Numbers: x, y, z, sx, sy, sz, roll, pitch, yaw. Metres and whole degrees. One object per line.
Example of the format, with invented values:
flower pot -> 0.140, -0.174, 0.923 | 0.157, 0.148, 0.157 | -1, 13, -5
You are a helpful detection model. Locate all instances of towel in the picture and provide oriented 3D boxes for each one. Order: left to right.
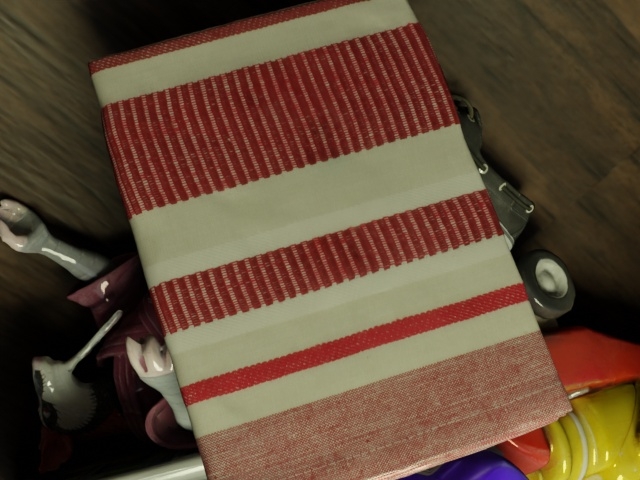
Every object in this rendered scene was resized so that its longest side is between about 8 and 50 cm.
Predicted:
towel -> 0.000, 0.000, 0.831 | 0.237, 0.329, 0.037 | -16, 165, -10

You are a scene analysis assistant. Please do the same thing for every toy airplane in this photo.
toy airplane -> 0.284, 0.191, 1.099 | 0.385, 0.272, 0.386 | -6, 150, 10

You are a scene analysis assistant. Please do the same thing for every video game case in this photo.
video game case -> -0.126, 0.188, 1.006 | 0.300, 0.329, 0.036 | -13, 85, -5

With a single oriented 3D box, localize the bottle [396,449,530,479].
bottle -> 0.069, 0.216, 1.013 | 0.092, 0.283, 0.118 | -37, 103, -24

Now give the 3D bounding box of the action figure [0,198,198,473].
action figure -> -0.084, 0.050, 0.979 | 0.370, 0.248, 0.276 | -43, 139, 12

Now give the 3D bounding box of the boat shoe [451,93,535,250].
boat shoe -> 0.102, -0.075, 1.003 | 0.076, 0.080, 0.228 | -49, 120, -7
